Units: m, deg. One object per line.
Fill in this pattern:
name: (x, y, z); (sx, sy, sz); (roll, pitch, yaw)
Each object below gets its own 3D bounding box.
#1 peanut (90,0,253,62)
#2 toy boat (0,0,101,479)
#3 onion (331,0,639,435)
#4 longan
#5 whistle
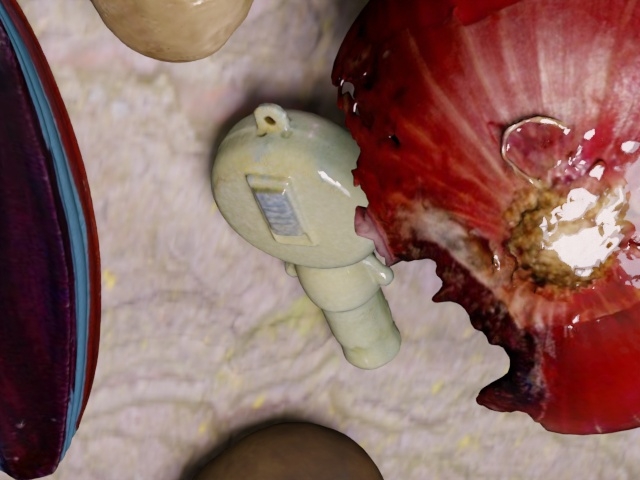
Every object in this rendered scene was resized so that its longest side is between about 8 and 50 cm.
peanut: (-0.096, -0.229, 1.177); (0.137, 0.122, 0.253); (-24, 120, -15)
toy boat: (-0.212, -0.008, 1.300); (0.136, 0.079, 0.392); (-10, 125, -14)
onion: (0.177, -0.059, 1.217); (0.341, 0.341, 0.341); (-8, 122, -14)
longan: (-0.028, 0.224, 1.450); (0.167, 0.167, 0.187); (22, 89, -28)
whistle: (0.000, 0.000, 1.357); (0.126, 0.067, 0.258); (7, 144, 27)
